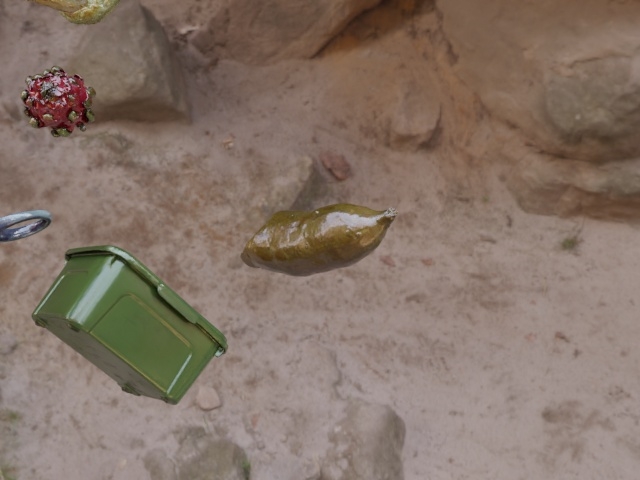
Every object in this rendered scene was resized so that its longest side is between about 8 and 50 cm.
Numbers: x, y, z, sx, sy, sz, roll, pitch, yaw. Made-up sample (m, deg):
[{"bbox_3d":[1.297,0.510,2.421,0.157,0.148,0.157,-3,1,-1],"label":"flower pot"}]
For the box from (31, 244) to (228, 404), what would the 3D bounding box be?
[{"bbox_3d":[-0.371,0.171,1.236,0.253,0.328,0.177,-7,45,46],"label":"box"}]

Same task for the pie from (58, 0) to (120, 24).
[{"bbox_3d":[-0.571,-0.660,1.629,0.201,0.090,0.248,27,87,15],"label":"pie"}]

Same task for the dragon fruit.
[{"bbox_3d":[-0.791,-0.438,1.955,0.218,0.198,0.272,18,41,-15],"label":"dragon fruit"}]

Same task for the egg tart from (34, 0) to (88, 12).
[{"bbox_3d":[-0.603,-0.572,1.293,0.291,0.107,0.291,29,20,-12],"label":"egg tart"}]

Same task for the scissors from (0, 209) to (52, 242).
[{"bbox_3d":[-0.597,0.007,0.939,0.256,0.383,0.029,-28,83,8],"label":"scissors"}]

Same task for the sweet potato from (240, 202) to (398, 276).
[{"bbox_3d":[0.000,0.000,1.359,0.370,0.158,0.158,-4,35,36],"label":"sweet potato"}]
